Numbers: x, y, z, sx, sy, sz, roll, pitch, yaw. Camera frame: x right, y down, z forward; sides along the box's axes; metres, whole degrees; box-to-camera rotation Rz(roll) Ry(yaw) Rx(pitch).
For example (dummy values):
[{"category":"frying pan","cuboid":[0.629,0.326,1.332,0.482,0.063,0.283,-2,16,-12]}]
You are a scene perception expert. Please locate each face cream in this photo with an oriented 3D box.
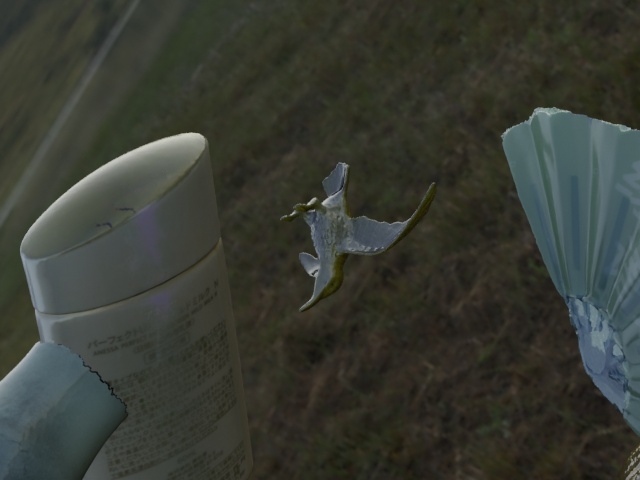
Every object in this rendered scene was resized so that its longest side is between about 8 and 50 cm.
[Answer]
[{"category":"face cream","cuboid":[-0.146,0.094,1.003,0.173,0.348,0.081,-27,38,-30]}]

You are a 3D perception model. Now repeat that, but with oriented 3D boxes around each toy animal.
[{"category":"toy animal","cuboid":[0.000,0.000,1.236,0.155,0.095,0.219,-45,11,-36]}]

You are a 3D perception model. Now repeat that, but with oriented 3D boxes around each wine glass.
[{"category":"wine glass","cuboid":[-0.189,0.147,0.650,0.195,0.079,0.079,-52,9,-29]}]

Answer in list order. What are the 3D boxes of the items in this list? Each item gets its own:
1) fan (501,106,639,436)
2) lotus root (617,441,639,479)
[{"category":"fan","cuboid":[0.142,0.024,0.540,0.240,0.009,0.131,64,150,31]},{"category":"lotus root","cuboid":[0.420,0.308,1.449,0.145,0.128,0.260,-47,-21,-43]}]
